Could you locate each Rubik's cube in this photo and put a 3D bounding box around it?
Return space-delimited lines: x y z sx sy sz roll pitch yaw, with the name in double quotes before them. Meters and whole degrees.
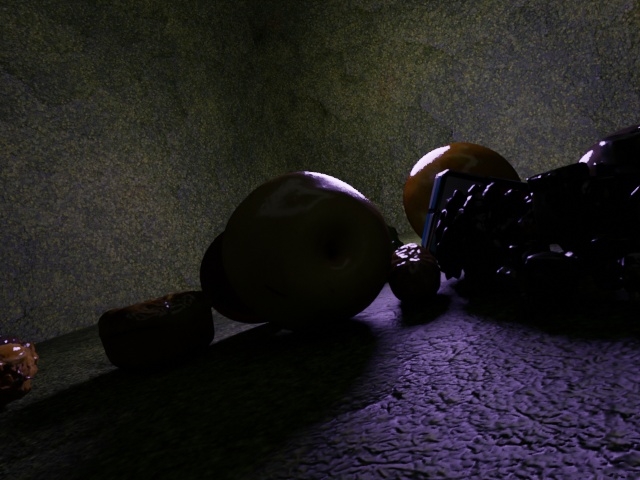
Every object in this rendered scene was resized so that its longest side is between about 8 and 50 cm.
"Rubik's cube" 0.320 -0.045 0.984 0.180 0.183 0.167 10 5 8

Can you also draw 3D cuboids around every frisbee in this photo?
"frisbee" -0.136 0.071 1.024 0.251 0.250 0.021 -15 22 -9

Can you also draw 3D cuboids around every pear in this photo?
"pear" -0.023 0.020 0.855 0.310 0.308 0.309 -15 1 0

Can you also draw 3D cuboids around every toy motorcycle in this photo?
"toy motorcycle" 0.315 -0.016 0.546 0.127 0.205 0.275 -17 8 -28

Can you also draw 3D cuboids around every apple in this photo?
"apple" 0.458 -0.118 1.456 0.384 0.373 0.374 31 -26 -30

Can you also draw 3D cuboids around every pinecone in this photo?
"pinecone" 0.300 -0.003 0.801 0.205 0.184 0.179 24 13 36

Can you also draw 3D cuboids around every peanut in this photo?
"peanut" 0.177 0.059 0.891 0.095 0.108 0.226 -6 1 9

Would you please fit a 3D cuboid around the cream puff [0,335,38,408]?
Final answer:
"cream puff" -0.637 0.263 0.900 0.189 0.129 0.189 -22 -5 -2

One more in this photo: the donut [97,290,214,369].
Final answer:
"donut" -0.326 0.179 0.954 0.209 0.128 0.262 -14 1 -37

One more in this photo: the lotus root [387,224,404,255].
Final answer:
"lotus root" 0.120 0.049 1.301 0.186 0.186 0.186 -15 1 0

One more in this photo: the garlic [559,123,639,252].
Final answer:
"garlic" 0.567 -0.054 0.771 0.340 0.231 0.245 5 -32 34
